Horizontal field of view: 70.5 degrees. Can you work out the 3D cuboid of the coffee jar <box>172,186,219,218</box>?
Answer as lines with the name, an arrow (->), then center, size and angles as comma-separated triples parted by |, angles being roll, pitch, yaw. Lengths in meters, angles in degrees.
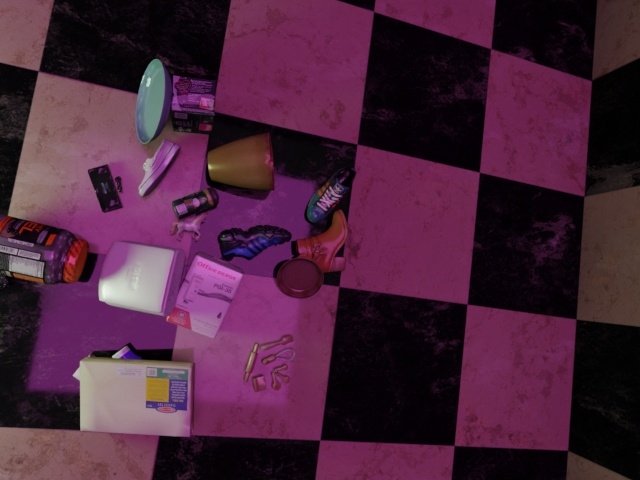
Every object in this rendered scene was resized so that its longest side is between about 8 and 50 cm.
coffee jar -> -0.504, -0.154, 1.842 | 0.184, 0.096, 0.079 | -23, 95, -17

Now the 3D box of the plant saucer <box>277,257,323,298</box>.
plant saucer -> -0.086, 0.156, 1.938 | 0.198, 0.036, 0.199 | -1, 114, -2

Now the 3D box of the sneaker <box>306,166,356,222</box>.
sneaker -> 0.049, -0.211, 1.996 | 0.108, 0.121, 0.302 | 38, 77, -10

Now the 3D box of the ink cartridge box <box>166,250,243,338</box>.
ink cartridge box -> -0.454, 0.211, 1.795 | 0.207, 0.117, 0.283 | 24, 90, -13

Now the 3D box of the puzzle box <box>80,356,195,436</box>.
puzzle box -> -0.670, 0.575, 1.666 | 0.408, 0.052, 0.272 | 4, 96, -1

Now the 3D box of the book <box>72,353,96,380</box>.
book -> -0.848, 0.514, 1.725 | 0.144, 0.035, 0.096 | 38, 80, -12

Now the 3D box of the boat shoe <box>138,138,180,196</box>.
boat shoe -> -0.664, -0.293, 1.817 | 0.084, 0.095, 0.258 | 31, 67, -8

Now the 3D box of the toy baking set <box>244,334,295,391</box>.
toy baking set -> -0.210, 0.515, 1.914 | 0.196, 0.030, 0.256 | 15, 82, -18

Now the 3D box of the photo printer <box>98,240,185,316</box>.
photo printer -> -0.685, 0.135, 1.711 | 0.307, 0.107, 0.256 | 9, 82, 13

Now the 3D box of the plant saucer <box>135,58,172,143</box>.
plant saucer -> -0.638, -0.527, 1.737 | 0.043, 0.317, 0.318 | 5, 84, -40

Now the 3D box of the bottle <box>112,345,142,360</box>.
bottle -> -0.684, 0.535, 1.736 | 0.118, 0.092, 0.283 | -35, 96, -8

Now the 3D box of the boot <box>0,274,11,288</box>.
boot -> -1.195, 0.127, 1.644 | 0.099, 0.045, 0.121 | -19, 98, -15

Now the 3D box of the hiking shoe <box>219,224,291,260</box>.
hiking shoe -> -0.271, 0.011, 1.908 | 0.304, 0.113, 0.132 | -4, 109, -16

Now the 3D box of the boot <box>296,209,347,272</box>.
boot -> 0.000, 0.000, 1.986 | 0.220, 0.109, 0.284 | 3, 92, -12

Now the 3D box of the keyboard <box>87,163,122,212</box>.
keyboard -> -0.835, -0.210, 1.789 | 0.108, 0.023, 0.180 | -19, 92, -10

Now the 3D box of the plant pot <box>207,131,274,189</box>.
plant pot -> -0.324, -0.314, 1.860 | 0.254, 0.237, 0.237 | -5, 87, -1

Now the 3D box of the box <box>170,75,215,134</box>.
box -> -0.505, -0.530, 1.792 | 0.163, 0.247, 0.142 | 2, 84, -17

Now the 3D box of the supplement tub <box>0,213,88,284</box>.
supplement tub -> -1.032, 0.037, 1.615 | 0.338, 0.207, 0.207 | 15, 82, -15

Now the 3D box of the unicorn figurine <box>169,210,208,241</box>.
unicorn figurine -> -0.523, -0.054, 1.836 | 0.162, 0.060, 0.111 | -7, 121, -35
